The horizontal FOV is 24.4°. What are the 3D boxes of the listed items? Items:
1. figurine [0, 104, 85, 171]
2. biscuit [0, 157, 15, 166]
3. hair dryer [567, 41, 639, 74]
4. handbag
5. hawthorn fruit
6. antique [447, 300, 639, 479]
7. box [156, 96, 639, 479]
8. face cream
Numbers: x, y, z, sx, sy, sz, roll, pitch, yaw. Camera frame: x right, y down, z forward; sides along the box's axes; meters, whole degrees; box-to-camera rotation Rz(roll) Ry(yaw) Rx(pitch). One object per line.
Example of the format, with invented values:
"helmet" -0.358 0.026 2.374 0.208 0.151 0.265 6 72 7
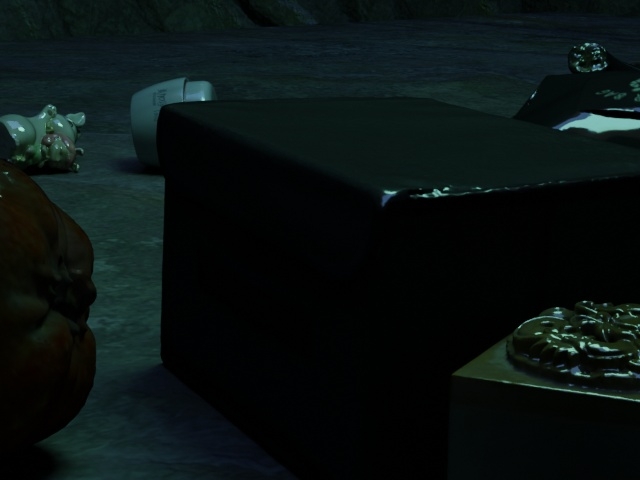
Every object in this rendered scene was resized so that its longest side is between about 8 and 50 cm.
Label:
"figurine" -0.342 -0.116 1.870 0.146 0.081 0.098 -6 59 -44
"biscuit" -0.495 -0.093 1.749 0.235 0.063 0.151 0 2 13
"hair dryer" 0.496 -0.155 1.932 0.359 0.120 0.304 23 -4 25
"handbag" 0.363 -0.103 1.718 0.342 0.152 0.288 4 24 21
"hawthorn fruit" -0.277 0.054 0.943 0.262 0.210 0.210 -14 11 13
"antique" 0.164 0.115 0.815 0.152 0.148 0.147 6 13 27
"box" 0.060 0.023 1.047 0.251 0.204 0.345 -5 16 -26
"face cream" -0.181 -0.146 1.871 0.104 0.117 0.117 -5 14 4
